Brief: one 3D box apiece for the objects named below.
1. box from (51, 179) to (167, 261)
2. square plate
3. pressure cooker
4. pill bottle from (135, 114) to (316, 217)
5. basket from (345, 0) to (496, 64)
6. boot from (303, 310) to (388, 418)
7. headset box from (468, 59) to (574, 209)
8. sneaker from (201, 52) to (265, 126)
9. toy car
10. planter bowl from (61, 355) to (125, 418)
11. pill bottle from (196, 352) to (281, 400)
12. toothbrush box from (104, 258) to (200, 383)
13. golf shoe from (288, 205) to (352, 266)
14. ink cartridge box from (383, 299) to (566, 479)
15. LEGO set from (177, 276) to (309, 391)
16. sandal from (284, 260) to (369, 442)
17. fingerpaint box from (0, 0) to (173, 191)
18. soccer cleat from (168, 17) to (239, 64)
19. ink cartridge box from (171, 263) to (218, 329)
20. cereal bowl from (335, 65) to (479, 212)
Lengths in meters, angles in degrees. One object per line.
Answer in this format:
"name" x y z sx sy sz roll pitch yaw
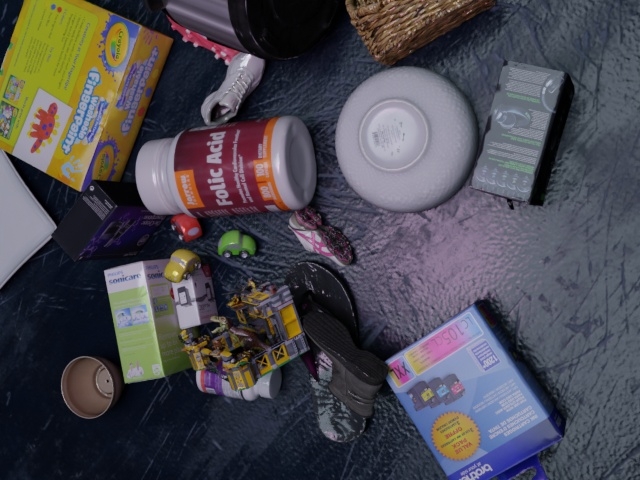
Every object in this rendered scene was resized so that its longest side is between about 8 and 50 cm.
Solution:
"box" -0.515 -0.049 2.021 0.103 0.261 0.184 47 106 13
"square plate" -0.932 -0.052 2.288 0.347 0.049 0.344 -41 77 16
"pressure cooker" -0.188 -0.632 1.822 0.420 0.369 0.376 28 101 31
"pill bottle" -0.227 -0.169 1.932 0.392 0.224 0.224 -5 90 20
"basket" 0.201 -0.553 1.761 0.299 0.213 0.223 -27 89 19
"boot" 0.037 0.287 1.824 0.246 0.083 0.161 40 135 24
"headset box" 0.421 -0.205 1.680 0.131 0.246 0.283 17 96 19
"sneaker" -0.207 -0.362 1.969 0.090 0.115 0.232 29 111 -21
"toy car" -0.271 0.003 2.001 0.224 0.239 0.053 -1 135 -2
"planter bowl" -0.589 0.380 2.140 0.162 0.109 0.162 0 91 19
"pill bottle" -0.200 0.337 1.996 0.193 0.108 0.108 6 93 20
"toothbrush box" -0.412 0.195 2.019 0.122 0.206 0.283 -14 86 20
"golf shoe" 0.000 0.000 1.946 0.186 0.067 0.086 44 134 12
"ink cartridge box" 0.351 0.367 1.776 0.270 0.151 0.396 -36 81 17
"LEGO set" -0.192 0.191 1.858 0.254 0.331 0.192 -24 106 -20
"sandal" 0.016 0.261 1.915 0.167 0.107 0.446 -17 85 20
"fingerpaint box" -0.642 -0.399 2.112 0.371 0.163 0.445 26 100 19
"soccer cleat" -0.285 -0.533 2.032 0.248 0.083 0.095 36 74 21
"ink cartridge box" -0.317 0.141 2.033 0.063 0.109 0.151 -12 87 19
"cereal bowl" 0.184 -0.231 1.826 0.338 0.141 0.339 1 92 19
